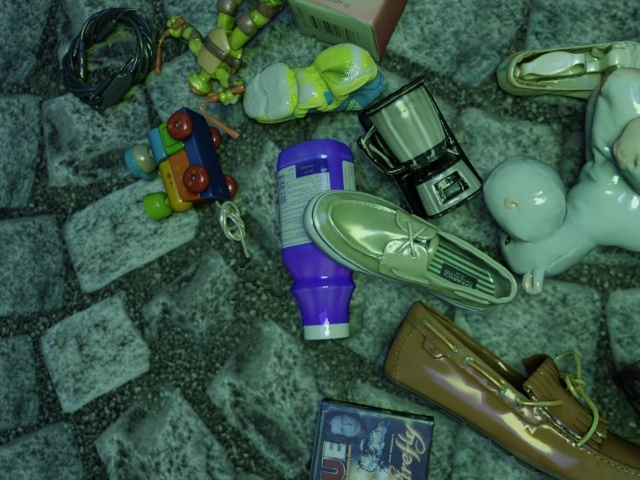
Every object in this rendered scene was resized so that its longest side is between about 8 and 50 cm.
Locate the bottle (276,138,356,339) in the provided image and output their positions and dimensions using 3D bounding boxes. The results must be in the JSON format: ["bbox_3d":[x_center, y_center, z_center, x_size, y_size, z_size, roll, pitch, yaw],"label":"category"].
[{"bbox_3d":[0.000,0.000,0.800,0.118,0.092,0.283,-11,80,38],"label":"bottle"}]

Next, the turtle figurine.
[{"bbox_3d":[-0.147,-0.301,0.866,0.217,0.087,0.269,-51,59,24],"label":"turtle figurine"}]

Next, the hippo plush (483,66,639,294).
[{"bbox_3d":[0.344,-0.059,0.728,0.236,0.234,0.294,-22,122,24],"label":"hippo plush"}]

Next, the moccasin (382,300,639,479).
[{"bbox_3d":[0.275,0.202,0.723,0.380,0.139,0.147,29,98,21],"label":"moccasin"}]

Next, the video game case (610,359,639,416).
[{"bbox_3d":[0.424,0.227,0.613,0.041,0.232,0.210,-32,65,8],"label":"video game case"}]

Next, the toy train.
[{"bbox_3d":[-0.211,-0.066,0.854,0.143,0.105,0.248,-22,80,17],"label":"toy train"}]

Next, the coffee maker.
[{"bbox_3d":[0.145,-0.131,0.781,0.120,0.171,0.178,-26,100,26],"label":"coffee maker"}]

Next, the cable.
[{"bbox_3d":[-0.359,-0.316,0.932,0.150,0.047,0.184,45,102,20],"label":"cable"}]

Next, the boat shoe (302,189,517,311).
[{"bbox_3d":[0.124,0.008,0.730,0.302,0.094,0.109,22,73,-14],"label":"boat shoe"}]

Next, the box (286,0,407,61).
[{"bbox_3d":[0.067,-0.420,0.829,0.148,0.127,0.232,24,88,12],"label":"box"}]

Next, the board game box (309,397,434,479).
[{"bbox_3d":[0.065,0.362,0.778,0.165,0.042,0.243,6,84,11],"label":"board game box"}]

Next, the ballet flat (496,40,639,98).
[{"bbox_3d":[0.381,-0.242,0.776,0.248,0.086,0.086,-2,83,10],"label":"ballet flat"}]

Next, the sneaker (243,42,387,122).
[{"bbox_3d":[-0.005,-0.220,0.844,0.240,0.126,0.091,-2,81,40],"label":"sneaker"}]
